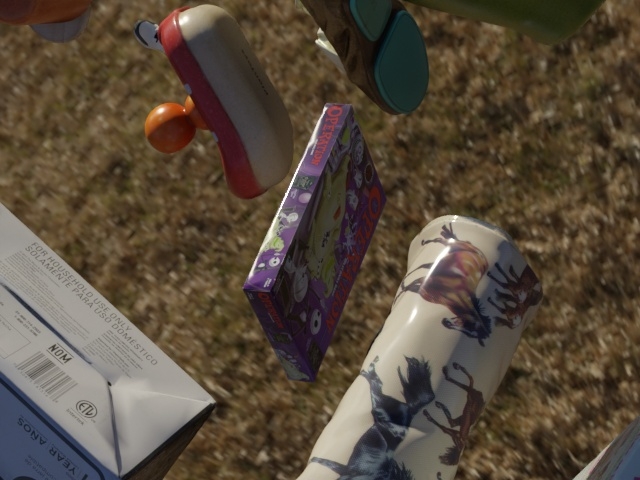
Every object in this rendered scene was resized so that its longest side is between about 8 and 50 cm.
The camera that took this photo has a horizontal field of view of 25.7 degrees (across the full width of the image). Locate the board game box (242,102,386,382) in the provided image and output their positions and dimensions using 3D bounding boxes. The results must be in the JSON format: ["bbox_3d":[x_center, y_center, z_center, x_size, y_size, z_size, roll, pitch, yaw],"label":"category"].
[{"bbox_3d":[0.000,0.000,1.973,0.056,0.208,0.346,7,53,21],"label":"board game box"}]

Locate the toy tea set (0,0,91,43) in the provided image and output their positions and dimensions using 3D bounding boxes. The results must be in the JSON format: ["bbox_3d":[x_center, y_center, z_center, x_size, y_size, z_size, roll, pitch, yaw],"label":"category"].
[{"bbox_3d":[-0.288,-0.282,1.048,0.200,0.124,0.336,-29,94,33],"label":"toy tea set"}]

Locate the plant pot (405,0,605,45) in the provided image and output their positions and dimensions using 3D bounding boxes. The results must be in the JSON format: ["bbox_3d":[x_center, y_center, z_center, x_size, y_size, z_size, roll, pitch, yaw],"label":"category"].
[{"bbox_3d":[0.124,-0.362,1.272,0.353,0.366,0.366,27,78,-8],"label":"plant pot"}]

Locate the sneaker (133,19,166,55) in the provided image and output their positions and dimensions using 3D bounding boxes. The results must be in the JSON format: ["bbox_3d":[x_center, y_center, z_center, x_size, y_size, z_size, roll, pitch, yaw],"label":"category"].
[{"bbox_3d":[-0.225,-0.292,2.069,0.044,0.109,0.040,0,62,60],"label":"sneaker"}]

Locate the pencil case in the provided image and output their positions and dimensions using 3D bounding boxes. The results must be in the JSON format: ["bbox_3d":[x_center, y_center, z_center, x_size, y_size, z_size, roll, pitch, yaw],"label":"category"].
[{"bbox_3d":[0.092,0.179,1.479,0.160,0.183,0.410,26,65,7],"label":"pencil case"}]

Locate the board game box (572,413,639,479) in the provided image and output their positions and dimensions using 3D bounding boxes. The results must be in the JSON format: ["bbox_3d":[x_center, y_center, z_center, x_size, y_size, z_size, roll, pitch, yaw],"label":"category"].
[{"bbox_3d":[0.245,0.284,1.256,0.097,0.303,0.224,36,63,10],"label":"board game box"}]

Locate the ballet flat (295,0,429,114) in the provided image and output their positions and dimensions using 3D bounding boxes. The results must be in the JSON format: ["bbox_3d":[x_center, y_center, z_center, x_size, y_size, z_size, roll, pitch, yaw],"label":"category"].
[{"bbox_3d":[0.039,-0.261,1.710,0.124,0.342,0.116,23,82,23],"label":"ballet flat"}]

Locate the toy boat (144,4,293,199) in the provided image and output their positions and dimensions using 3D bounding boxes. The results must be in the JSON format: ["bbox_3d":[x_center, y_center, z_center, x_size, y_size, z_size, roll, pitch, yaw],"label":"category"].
[{"bbox_3d":[-0.134,-0.149,1.622,0.151,0.151,0.231,-28,97,15],"label":"toy boat"}]

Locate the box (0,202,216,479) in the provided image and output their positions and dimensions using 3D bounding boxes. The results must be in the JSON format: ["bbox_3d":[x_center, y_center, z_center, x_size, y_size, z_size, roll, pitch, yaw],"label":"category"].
[{"bbox_3d":[-0.199,0.136,0.732,0.169,0.087,0.290,40,122,9],"label":"box"}]
